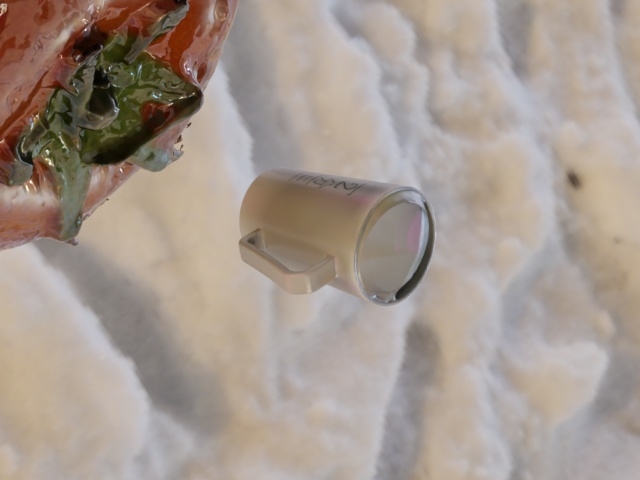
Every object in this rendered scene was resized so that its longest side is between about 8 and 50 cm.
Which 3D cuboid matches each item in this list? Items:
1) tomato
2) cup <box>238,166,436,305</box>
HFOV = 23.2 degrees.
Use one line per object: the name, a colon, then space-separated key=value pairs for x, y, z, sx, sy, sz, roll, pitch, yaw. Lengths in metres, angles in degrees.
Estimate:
tomato: x=-0.209 y=-0.166 z=0.960 sx=0.341 sy=0.341 sz=0.273 roll=-23 pitch=63 yaw=-43
cup: x=0.000 y=0.000 z=0.966 sx=0.104 sy=0.116 sz=0.074 roll=-35 pitch=126 yaw=-37
